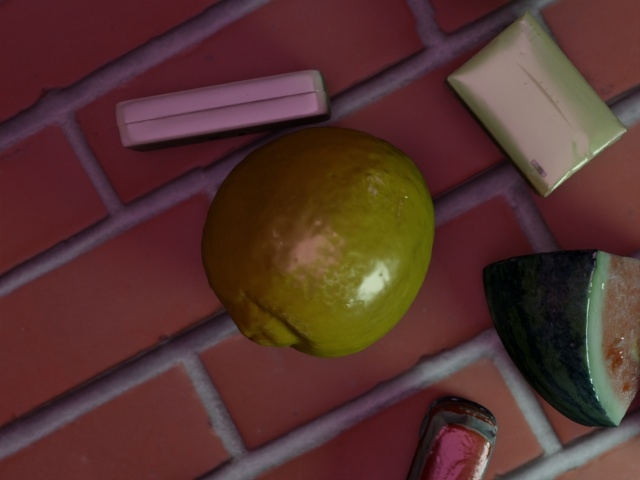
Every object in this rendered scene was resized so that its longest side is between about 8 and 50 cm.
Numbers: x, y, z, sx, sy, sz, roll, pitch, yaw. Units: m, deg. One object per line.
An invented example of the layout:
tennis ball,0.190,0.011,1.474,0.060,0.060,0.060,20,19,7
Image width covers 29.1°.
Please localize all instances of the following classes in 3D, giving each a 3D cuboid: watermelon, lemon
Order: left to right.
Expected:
lemon,0.000,0.000,1.755,0.348,0.348,0.348,0,91,4
watermelon,0.405,0.117,1.765,0.292,0.250,0.283,-25,94,7

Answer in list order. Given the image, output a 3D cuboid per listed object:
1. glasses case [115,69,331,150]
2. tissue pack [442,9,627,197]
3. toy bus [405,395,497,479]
glasses case,-0.143,-0.193,1.856,0.312,0.131,0.070,-9,90,4
tissue pack,0.315,-0.198,1.823,0.159,0.125,0.234,-39,89,4
toy bus,0.183,0.371,1.846,0.121,0.120,0.265,19,93,3
